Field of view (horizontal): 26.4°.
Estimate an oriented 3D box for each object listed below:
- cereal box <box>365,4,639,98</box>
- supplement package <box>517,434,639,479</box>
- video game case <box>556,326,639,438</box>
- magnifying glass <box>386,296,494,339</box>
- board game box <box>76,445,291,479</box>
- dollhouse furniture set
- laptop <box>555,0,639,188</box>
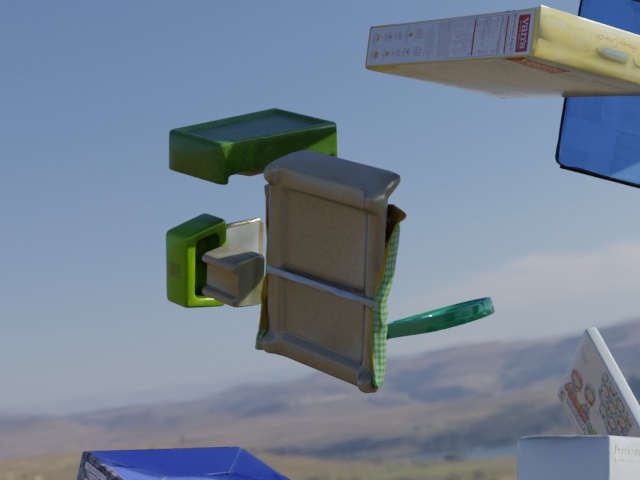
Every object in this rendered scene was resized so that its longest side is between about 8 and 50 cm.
[{"bbox_3d":[0.176,-0.161,1.203,0.173,0.047,0.240,8,-1,-33],"label":"cereal box"},{"bbox_3d":[0.245,0.264,1.203,0.105,0.179,0.105,10,-13,-39],"label":"supplement package"},{"bbox_3d":[0.342,0.208,1.657,0.019,0.157,0.143,-10,-38,-17],"label":"video game case"},{"bbox_3d":[0.105,0.104,1.670,0.231,0.026,0.092,-17,0,29],"label":"magnifying glass"},{"bbox_3d":[-0.171,0.397,1.558,0.232,0.291,0.141,7,11,-41],"label":"board game box"},{"bbox_3d":[0.000,0.000,1.323,0.151,0.197,0.302,-14,23,-42],"label":"dollhouse furniture set"},{"bbox_3d":[0.505,-0.264,1.539,0.382,0.407,0.236,14,35,-4],"label":"laptop"}]
